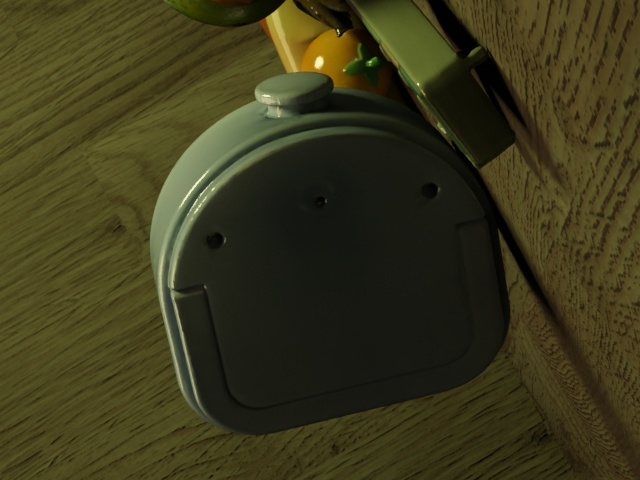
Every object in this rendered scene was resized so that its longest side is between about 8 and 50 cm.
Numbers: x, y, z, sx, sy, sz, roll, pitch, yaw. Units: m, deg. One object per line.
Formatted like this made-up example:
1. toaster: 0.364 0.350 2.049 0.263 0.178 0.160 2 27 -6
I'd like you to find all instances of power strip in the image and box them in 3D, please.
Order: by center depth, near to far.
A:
1. power strip: 0.098 -0.125 1.474 0.145 0.061 0.216 51 -174 -34

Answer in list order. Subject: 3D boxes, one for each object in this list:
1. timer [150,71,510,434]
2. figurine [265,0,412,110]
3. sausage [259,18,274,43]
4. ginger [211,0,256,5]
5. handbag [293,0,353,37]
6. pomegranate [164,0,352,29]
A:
1. timer: 0.000 0.000 2.064 0.395 0.395 0.173 59 -177 -23
2. figurine: 0.028 -0.189 2.280 0.324 0.124 0.222 64 180 -9
3. sausage: -0.039 -0.317 2.490 0.113 0.113 0.259 59 -178 -44
4. ginger: -0.087 -0.348 1.541 0.165 0.172 0.321 -4 -117 -47
5. handbag: -0.063 -0.384 2.158 0.332 0.075 0.191 59 180 23
6. pomegranate: -0.061 -0.291 1.847 0.248 0.202 0.202 27 -168 -18
